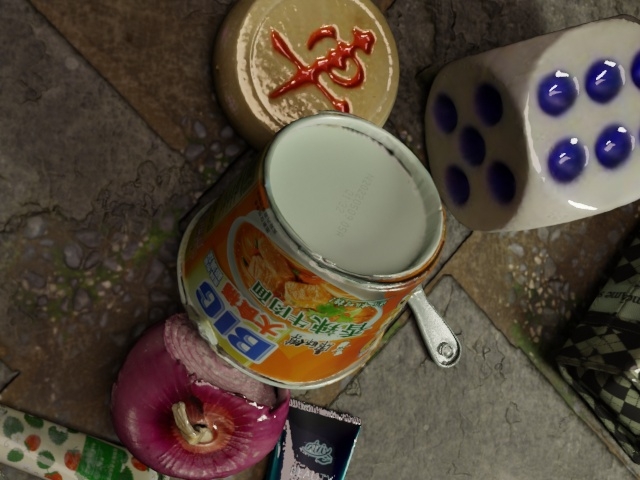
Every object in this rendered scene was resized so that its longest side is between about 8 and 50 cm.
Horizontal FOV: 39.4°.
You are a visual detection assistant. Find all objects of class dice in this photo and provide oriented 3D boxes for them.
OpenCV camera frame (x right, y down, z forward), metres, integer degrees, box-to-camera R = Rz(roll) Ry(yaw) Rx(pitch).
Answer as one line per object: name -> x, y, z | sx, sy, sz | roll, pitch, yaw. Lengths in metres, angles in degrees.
dice -> 0.306, -0.157, 1.208 | 0.259, 0.251, 0.243 | -15, 98, -21

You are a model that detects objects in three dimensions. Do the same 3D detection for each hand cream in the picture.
hand cream -> -0.031, 0.356, 1.198 | 0.120, 0.061, 0.270 | 19, 77, -16
hand cream -> -0.309, 0.257, 1.071 | 0.276, 0.095, 0.059 | 26, 126, -19

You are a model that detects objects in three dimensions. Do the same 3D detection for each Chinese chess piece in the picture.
Chinese chess piece -> -0.016, -0.223, 1.161 | 0.251, 0.097, 0.250 | 0, 91, -21

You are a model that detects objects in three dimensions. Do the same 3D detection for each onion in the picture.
onion -> -0.152, 0.201, 1.081 | 0.207, 0.201, 0.200 | 9, 88, -42

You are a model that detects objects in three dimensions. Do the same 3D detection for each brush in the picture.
brush -> 0.127, 0.054, 1.244 | 0.068, 0.060, 0.296 | -36, 103, -20

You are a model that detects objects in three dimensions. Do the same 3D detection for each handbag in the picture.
handbag -> 0.586, 0.131, 1.381 | 0.316, 0.180, 0.416 | 47, 70, -25

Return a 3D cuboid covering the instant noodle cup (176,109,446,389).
instant noodle cup -> 0.000, 0.000, 1.048 | 0.296, 0.214, 0.296 | 15, 53, -20

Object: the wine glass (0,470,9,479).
wine glass -> -0.422, 0.330, 1.026 | 0.155, 0.072, 0.072 | -45, 106, -14
